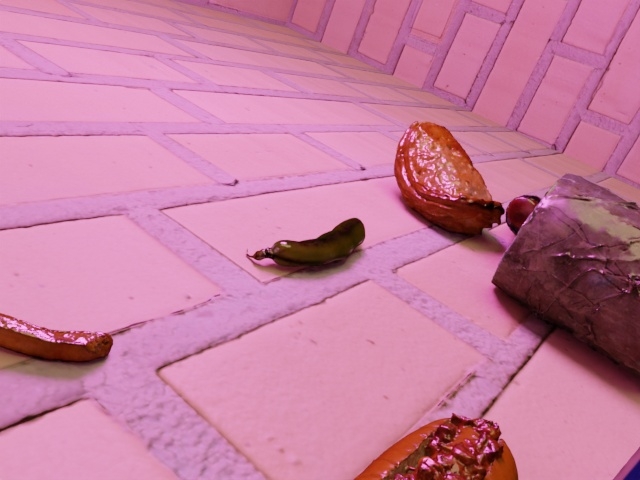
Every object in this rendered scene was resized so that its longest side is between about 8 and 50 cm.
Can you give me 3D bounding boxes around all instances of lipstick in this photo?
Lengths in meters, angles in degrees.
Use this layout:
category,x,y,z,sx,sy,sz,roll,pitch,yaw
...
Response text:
category,x,y,z,sx,sy,sz,roll,pitch,yaw
lipstick,0.370,-0.042,1.043,0.081,0.081,0.300,30,12,19

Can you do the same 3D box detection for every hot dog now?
category,x,y,z,sx,sy,sz,roll,pitch,yaw
hot dog,0.228,-0.110,1.096,0.175,0.114,0.258,9,40,-30
hot dog,0.074,0.179,0.385,0.102,0.076,0.249,37,27,25

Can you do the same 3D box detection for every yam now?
category,x,y,z,sx,sy,sz,roll,pitch,yaw
yam,0.385,0.056,0.785,0.271,0.202,0.202,35,41,26

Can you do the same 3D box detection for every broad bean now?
category,x,y,z,sx,sy,sz,roll,pitch,yaw
broad bean,0.004,0.002,0.758,0.069,0.039,0.227,29,24,31

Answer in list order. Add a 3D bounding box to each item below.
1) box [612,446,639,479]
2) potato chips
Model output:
category,x,y,z,sx,sy,sz,roll,pitch,yaw
box,0.435,0.200,0.491,0.344,0.200,0.065,14,27,-15
potato chips,-0.260,0.056,0.435,0.204,0.026,0.037,17,20,-9
